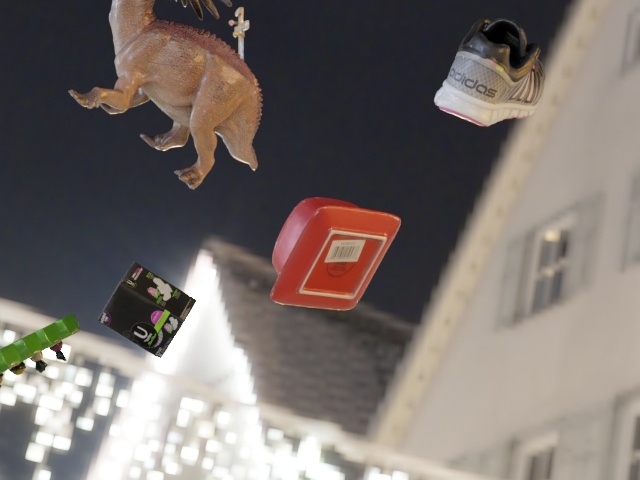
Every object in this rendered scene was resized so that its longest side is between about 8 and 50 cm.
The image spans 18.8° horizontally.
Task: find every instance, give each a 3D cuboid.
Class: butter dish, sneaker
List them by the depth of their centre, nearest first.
[{"bbox_3d":[0.145,-0.139,1.518,0.063,0.074,0.170,31,22,15],"label":"sneaker"},{"bbox_3d":[0.000,0.000,2.581,0.160,0.118,0.160,8,-59,-41],"label":"butter dish"}]

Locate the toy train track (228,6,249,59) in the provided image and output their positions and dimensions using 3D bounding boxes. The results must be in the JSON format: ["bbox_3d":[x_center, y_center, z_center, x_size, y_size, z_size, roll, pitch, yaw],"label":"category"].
[{"bbox_3d":[-0.097,-0.230,2.248,0.014,0.083,0.048,1,-7,-22],"label":"toy train track"}]

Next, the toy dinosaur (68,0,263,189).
[{"bbox_3d":[-0.140,-0.188,2.073,0.296,0.200,0.127,38,5,-21],"label":"toy dinosaur"}]

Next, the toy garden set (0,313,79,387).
[{"bbox_3d":[-0.369,0.157,2.021,0.204,0.049,0.244,-26,2,12],"label":"toy garden set"}]

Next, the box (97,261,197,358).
[{"bbox_3d":[-0.190,0.077,2.123,0.083,0.052,0.062,32,-60,-3],"label":"box"}]
